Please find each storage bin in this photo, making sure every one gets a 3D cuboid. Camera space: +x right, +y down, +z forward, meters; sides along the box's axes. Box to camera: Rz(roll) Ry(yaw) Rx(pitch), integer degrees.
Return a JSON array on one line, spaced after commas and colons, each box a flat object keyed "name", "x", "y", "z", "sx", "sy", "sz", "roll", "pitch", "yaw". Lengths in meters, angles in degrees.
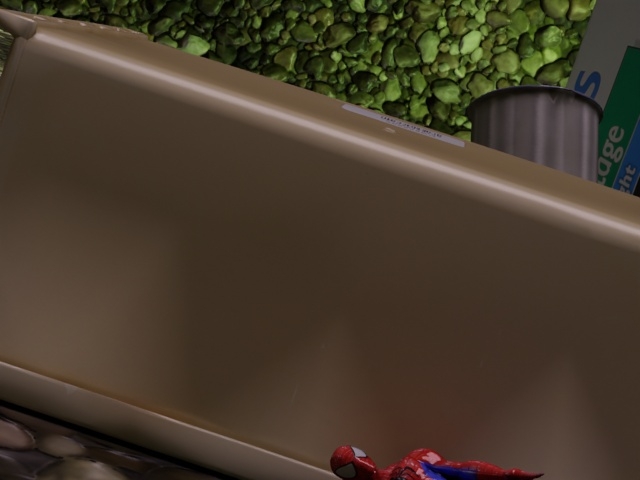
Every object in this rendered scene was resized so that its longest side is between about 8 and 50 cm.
[{"name": "storage bin", "x": 0.009, "y": 0.011, "z": 0.682, "sx": 0.262, "sy": 0.123, "sz": 0.260, "roll": 18, "pitch": 6, "yaw": 3}]

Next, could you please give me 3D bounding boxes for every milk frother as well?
[{"name": "milk frother", "x": 0.091, "y": -0.018, "z": 1.058, "sx": 0.143, "sy": 0.134, "sz": 0.129, "roll": 17, "pitch": -25, "yaw": -31}]

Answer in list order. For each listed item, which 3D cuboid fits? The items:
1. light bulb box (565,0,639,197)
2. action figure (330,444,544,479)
[{"name": "light bulb box", "x": 0.356, "y": -0.067, "z": 1.201, "sx": 0.225, "sy": 0.358, "sz": 0.361, "roll": 16, "pitch": 6, "yaw": -34}, {"name": "action figure", "x": 0.053, "y": 0.088, "z": 0.526, "sx": 0.115, "sy": 0.038, "sz": 0.030, "roll": 21, "pitch": -20, "yaw": 25}]
